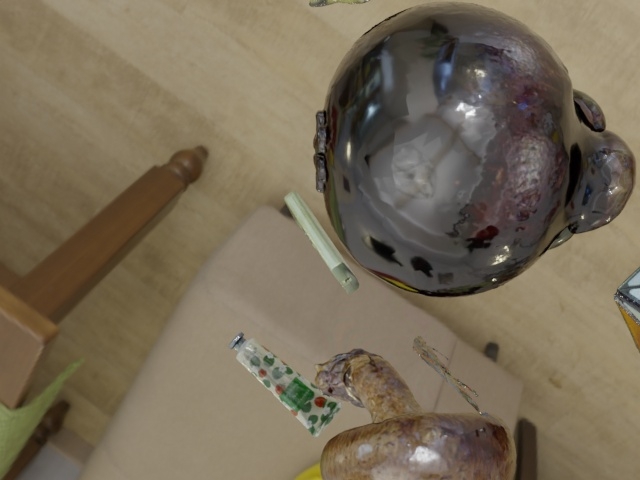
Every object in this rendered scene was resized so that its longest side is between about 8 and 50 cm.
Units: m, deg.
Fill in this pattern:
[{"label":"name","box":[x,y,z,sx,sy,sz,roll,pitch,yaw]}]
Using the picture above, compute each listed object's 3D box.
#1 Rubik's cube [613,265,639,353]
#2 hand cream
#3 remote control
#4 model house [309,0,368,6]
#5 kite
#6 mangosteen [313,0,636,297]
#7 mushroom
[{"label":"Rubik's cube","box":[0.760,0.142,1.642,0.246,0.248,0.250,-42,130,-7]},{"label":"hand cream","box":[-0.083,0.304,1.841,0.276,0.059,0.095,40,87,4]},{"label":"remote control","box":[0.000,0.000,1.632,0.038,0.233,0.098,-36,140,1]},{"label":"model house","box":[0.040,-0.612,1.701,0.193,0.175,0.234,18,142,50]},{"label":"kite","box":[0.167,0.177,1.131,0.010,0.183,0.160,-47,129,8]},{"label":"mangosteen","box":[0.145,-0.079,0.840,0.313,0.297,0.297,23,124,14]},{"label":"mushroom","box":[0.171,0.339,1.473,0.331,0.356,0.334,20,146,-15]}]
